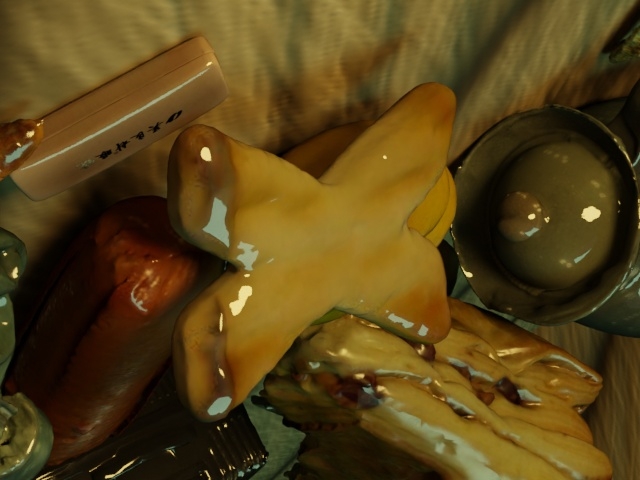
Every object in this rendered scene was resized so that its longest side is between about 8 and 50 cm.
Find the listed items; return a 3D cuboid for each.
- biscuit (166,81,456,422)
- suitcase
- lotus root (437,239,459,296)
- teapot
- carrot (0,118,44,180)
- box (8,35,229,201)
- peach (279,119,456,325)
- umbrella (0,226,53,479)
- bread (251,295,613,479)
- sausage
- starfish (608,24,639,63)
[{"bbox_3d":[0.000,0.001,0.725,0.047,0.164,0.208,17,-157,42],"label":"biscuit"},{"bbox_3d":[-0.216,0.234,1.199,0.230,0.152,0.335,-23,163,-32],"label":"suitcase"},{"bbox_3d":[0.078,0.043,1.239,0.090,0.077,0.183,15,155,-1],"label":"lotus root"},{"bbox_3d":[0.263,-0.030,1.072,0.305,0.223,0.285,-22,168,40],"label":"teapot"},{"bbox_3d":[-0.191,-0.006,0.602,0.165,0.035,0.036,-34,166,14],"label":"carrot"},{"bbox_3d":[-0.099,-0.058,0.628,0.115,0.025,0.048,-29,168,-5],"label":"box"},{"bbox_3d":[0.013,-0.010,0.873,0.179,0.103,0.179,-31,170,-6],"label":"peach"},{"bbox_3d":[-0.194,0.031,0.530,0.143,0.094,0.349,-18,154,3],"label":"umbrella"},{"bbox_3d":[0.070,0.136,1.131,0.314,0.370,0.191,-12,-134,58],"label":"bread"},{"bbox_3d":[-0.146,0.065,0.830,0.102,0.102,0.330,-21,164,-34],"label":"sausage"},{"bbox_3d":[0.331,-0.215,0.876,0.347,0.078,0.358,-39,164,24],"label":"starfish"}]
